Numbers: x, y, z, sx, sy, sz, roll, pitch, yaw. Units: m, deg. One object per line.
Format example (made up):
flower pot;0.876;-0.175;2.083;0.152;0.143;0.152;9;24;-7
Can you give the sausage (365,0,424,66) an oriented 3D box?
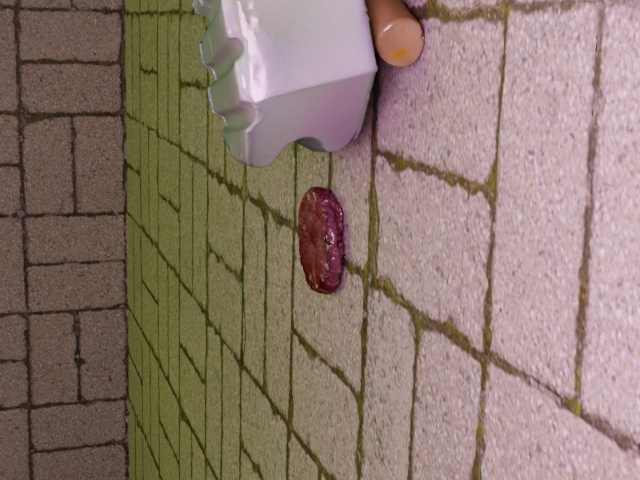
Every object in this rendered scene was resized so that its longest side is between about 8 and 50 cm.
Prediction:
sausage;0.048;-0.307;1.236;0.301;0.066;0.066;-109;24;-46

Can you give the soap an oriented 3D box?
soap;-0.058;-0.230;1.305;0.446;0.156;0.261;-161;58;-79

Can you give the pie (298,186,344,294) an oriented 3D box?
pie;0.000;0.000;1.462;0.154;0.036;0.154;178;90;-72

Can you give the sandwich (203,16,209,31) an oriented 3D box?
sandwich;-0.164;-0.477;1.873;0.215;0.065;0.186;145;120;-69
